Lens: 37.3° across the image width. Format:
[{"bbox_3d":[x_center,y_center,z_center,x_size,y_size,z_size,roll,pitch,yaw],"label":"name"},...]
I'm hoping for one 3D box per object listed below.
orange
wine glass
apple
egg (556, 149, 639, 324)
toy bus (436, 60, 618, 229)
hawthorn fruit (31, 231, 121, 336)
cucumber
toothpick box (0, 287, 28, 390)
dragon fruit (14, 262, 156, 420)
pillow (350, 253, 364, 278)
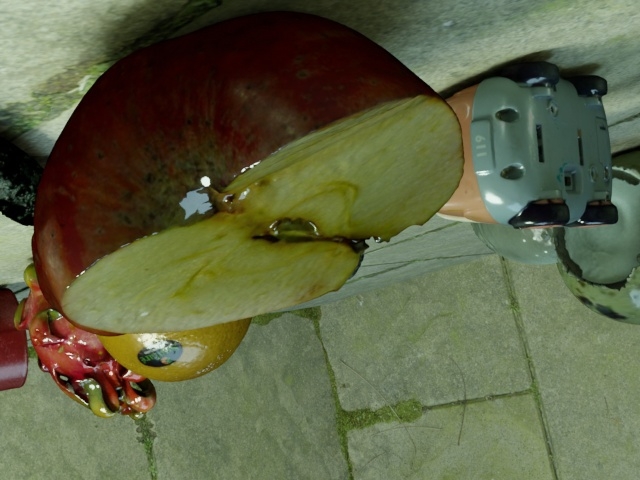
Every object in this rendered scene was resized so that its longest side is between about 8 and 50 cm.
[{"bbox_3d":[-0.244,0.093,1.537,0.274,0.274,0.274,-12,172,-2],"label":"orange"},{"bbox_3d":[0.365,-0.040,1.479,0.190,0.191,0.357,-11,-167,-11],"label":"wine glass"},{"bbox_3d":[-0.047,-0.043,0.838,0.328,0.295,0.365,10,180,33],"label":"apple"},{"bbox_3d":[0.673,-0.018,1.886,0.428,0.345,0.345,-27,176,-15],"label":"egg"},{"bbox_3d":[0.237,-0.102,1.204,0.232,0.194,0.287,-9,176,39],"label":"toy bus"},{"bbox_3d":[-0.270,0.023,1.199,0.208,0.208,0.248,-13,180,1],"label":"hawthorn fruit"},{"bbox_3d":[-0.329,-0.062,0.998,0.081,0.072,0.303,-15,173,3],"label":"cucumber"},{"bbox_3d":[-0.742,0.208,1.778,0.333,0.204,0.204,-7,170,-32],"label":"toothpick box"},{"bbox_3d":[-0.400,0.163,1.680,0.307,0.243,0.227,30,-169,8],"label":"dragon fruit"},{"bbox_3d":[0.000,0.000,1.668,0.092,0.161,0.335,-47,172,3],"label":"pillow"}]
